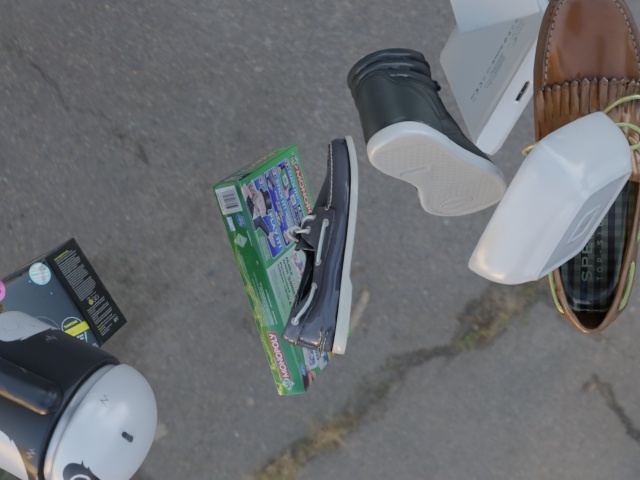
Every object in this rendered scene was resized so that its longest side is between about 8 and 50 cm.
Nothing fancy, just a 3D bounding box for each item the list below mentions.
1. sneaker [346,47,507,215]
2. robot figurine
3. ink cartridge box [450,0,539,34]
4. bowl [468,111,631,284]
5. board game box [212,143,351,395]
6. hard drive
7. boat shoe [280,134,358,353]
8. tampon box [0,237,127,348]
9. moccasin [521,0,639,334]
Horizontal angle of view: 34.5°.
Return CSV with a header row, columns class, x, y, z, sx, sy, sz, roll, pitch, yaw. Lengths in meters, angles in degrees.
class,x,y,z,sx,sy,sz,roll,pitch,yaw
sneaker,0.129,-0.127,1.196,0.105,0.146,0.296,-24,154,23
robot figurine,-0.327,0.190,1.198,0.278,0.209,0.173,23,109,12
ink cartridge box,0.160,-0.354,1.091,0.093,0.212,0.154,-15,150,13
bowl,0.193,-0.026,0.834,0.142,0.053,0.142,-23,147,-48
board game box,-0.048,0.037,1.509,0.046,0.213,0.317,-11,104,23
hard drive,0.258,-0.284,1.513,0.040,0.307,0.203,19,120,-16
boat shoe,0.000,0.000,0.949,0.065,0.075,0.206,4,78,0
tampon box,-0.403,0.101,1.583,0.120,0.101,0.161,-27,100,21
moccasin,0.290,-0.086,1.127,0.139,0.147,0.379,5,104,11
